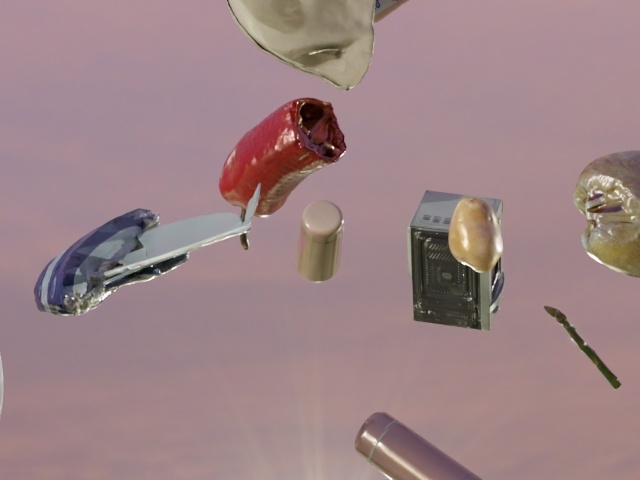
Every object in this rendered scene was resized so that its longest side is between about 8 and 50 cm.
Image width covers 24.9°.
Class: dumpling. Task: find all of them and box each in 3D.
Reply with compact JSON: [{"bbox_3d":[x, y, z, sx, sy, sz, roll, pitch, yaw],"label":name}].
[{"bbox_3d":[-0.035,-0.413,2.302,0.181,0.341,0.260,-10,-27,-37],"label":"dumpling"}]

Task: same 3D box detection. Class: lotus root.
[{"bbox_3d":[0.297,-0.023,1.219,0.192,0.113,0.088,0,-22,-29],"label":"lotus root"}]

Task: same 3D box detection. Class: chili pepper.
[{"bbox_3d":[-0.103,-0.112,2.443,0.131,0.135,0.338,0,-26,-39],"label":"chili pepper"}]

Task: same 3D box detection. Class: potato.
[{"bbox_3d":[0.176,-0.007,1.635,0.062,0.083,0.068,7,7,13],"label":"potato"}]

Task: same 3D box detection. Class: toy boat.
[{"bbox_3d":[-0.195,0.016,1.564,0.291,0.070,0.210,-7,28,51],"label":"toy boat"}]

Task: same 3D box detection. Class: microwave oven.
[{"bbox_3d":[0.234,0.037,2.499,0.162,0.122,0.208,7,-53,17],"label":"microwave oven"}]

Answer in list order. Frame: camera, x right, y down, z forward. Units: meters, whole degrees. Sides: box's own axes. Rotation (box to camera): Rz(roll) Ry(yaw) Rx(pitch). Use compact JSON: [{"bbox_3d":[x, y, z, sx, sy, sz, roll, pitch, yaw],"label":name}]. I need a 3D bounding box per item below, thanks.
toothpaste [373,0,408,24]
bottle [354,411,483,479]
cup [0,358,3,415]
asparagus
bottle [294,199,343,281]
[{"bbox_3d":[0.133,-0.404,2.336,0.194,0.067,0.043,-32,-53,22],"label":"toothpaste"},{"bbox_3d":[0.099,0.224,1.422,0.140,0.053,0.053,32,-4,25],"label":"bottle"},{"bbox_3d":[-0.530,0.150,1.476,0.371,0.253,0.253,3,-12,32],"label":"cup"},{"bbox_3d":[0.319,0.126,1.754,0.016,0.016,0.163,-27,-59,27],"label":"asparagus"},{"bbox_3d":[0.000,0.000,1.393,0.045,0.045,0.096,-2,-29,-6],"label":"bottle"}]
